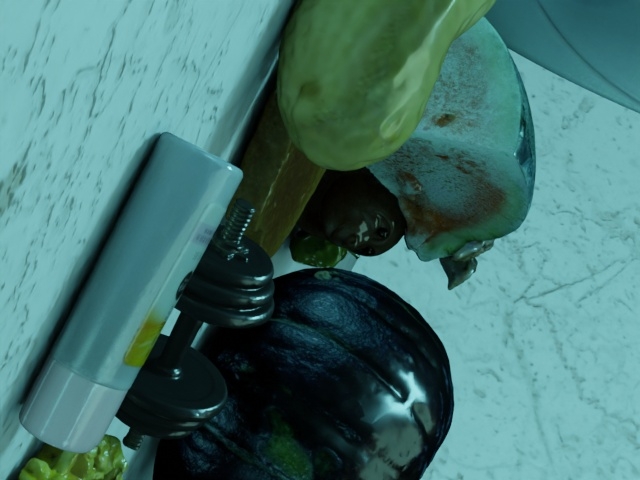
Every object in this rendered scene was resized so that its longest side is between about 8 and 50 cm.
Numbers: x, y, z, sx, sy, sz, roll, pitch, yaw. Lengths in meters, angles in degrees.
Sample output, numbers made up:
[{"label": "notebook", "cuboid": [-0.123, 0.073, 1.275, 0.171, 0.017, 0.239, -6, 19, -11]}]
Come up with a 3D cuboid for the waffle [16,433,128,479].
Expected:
[{"label": "waffle", "cuboid": [-0.207, 0.235, 1.275, 0.243, 0.059, 0.238, -59, 174, -32]}]

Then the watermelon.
[{"label": "watermelon", "cuboid": [0.121, -0.102, 1.963, 0.289, 0.214, 0.319, -139, -133, -63]}]

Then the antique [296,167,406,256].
[{"label": "antique", "cuboid": [0.063, -0.060, 2.161, 0.121, 0.143, 0.257, -62, 174, 22]}]

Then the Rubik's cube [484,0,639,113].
[{"label": "Rubik's cube", "cuboid": [0.344, -0.394, 2.036, 0.351, 0.352, 0.347, -62, 177, -47]}]

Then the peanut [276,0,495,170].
[{"label": "peanut", "cuboid": [0.070, -0.195, 1.396, 0.147, 0.148, 0.318, 92, 22, -80]}]

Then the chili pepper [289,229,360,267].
[{"label": "chili pepper", "cuboid": [-0.001, 0.002, 2.269, 0.072, 0.073, 0.204, -22, 179, 3]}]

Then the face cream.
[{"label": "face cream", "cuboid": [-0.115, 0.033, 1.125, 0.198, 0.057, 0.084, -63, 175, 2]}]

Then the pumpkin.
[{"label": "pumpkin", "cuboid": [-0.021, 0.205, 1.955, 0.363, 0.266, 0.363, -60, 180, -1]}]

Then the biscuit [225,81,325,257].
[{"label": "biscuit", "cuboid": [-0.010, -0.111, 1.561, 0.273, 0.049, 0.257, -64, 173, -4]}]

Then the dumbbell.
[{"label": "dumbbell", "cuboid": [-0.093, 0.061, 1.289, 0.208, 0.099, 0.099, -63, 176, 23]}]

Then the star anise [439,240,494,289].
[{"label": "star anise", "cuboid": [0.183, -0.046, 2.184, 0.212, 0.073, 0.196, -77, -175, -77]}]
